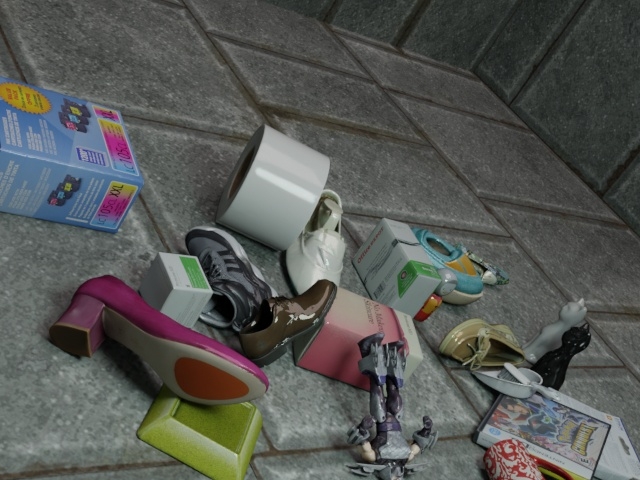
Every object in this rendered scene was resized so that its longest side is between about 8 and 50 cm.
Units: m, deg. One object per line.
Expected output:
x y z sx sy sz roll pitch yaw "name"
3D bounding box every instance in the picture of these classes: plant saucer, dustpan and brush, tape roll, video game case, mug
-0.185 0.297 1.483 0.188 0.045 0.188 31 27 -6 "plant saucer"
0.462 0.324 2.027 0.147 0.060 0.211 1 23 -31 "dustpan and brush"
-0.108 -0.119 2.031 0.169 0.246 0.246 25 28 -15 "tape roll"
0.486 0.416 1.943 0.248 0.035 0.275 21 23 20 "video game case"
0.404 0.482 1.750 0.150 0.113 0.169 9 30 -20 "mug"

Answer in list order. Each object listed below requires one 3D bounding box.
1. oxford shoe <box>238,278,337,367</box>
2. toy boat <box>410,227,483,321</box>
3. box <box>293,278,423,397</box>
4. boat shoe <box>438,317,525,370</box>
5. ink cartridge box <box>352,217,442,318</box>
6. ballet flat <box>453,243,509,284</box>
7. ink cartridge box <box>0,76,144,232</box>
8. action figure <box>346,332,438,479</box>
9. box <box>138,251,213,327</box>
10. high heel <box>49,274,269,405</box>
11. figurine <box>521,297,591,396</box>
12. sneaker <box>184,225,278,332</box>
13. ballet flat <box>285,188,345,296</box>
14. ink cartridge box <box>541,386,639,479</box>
-0.059 0.136 1.697 0.083 0.227 0.096 10 -46 54 "oxford shoe"
0.300 0.081 2.252 0.267 0.148 0.318 33 27 -2 "toy boat"
0.071 0.201 1.828 0.232 0.127 0.149 22 28 -21 "box"
0.389 0.250 2.119 0.285 0.104 0.089 4 36 -45 "boat shoe"
0.179 0.070 2.133 0.087 0.153 0.208 14 34 -35 "ink cartridge box"
0.440 0.084 2.510 0.188 0.070 0.070 32 27 1 "ballet flat"
-0.572 -0.178 1.735 0.395 0.151 0.270 11 35 -35 "ink cartridge box"
0.123 0.322 1.646 0.185 0.099 0.285 13 61 -38 "action figure"
-0.270 0.092 1.664 0.087 0.102 0.101 8 38 -37 "box"
-0.245 0.148 1.493 0.377 0.127 0.181 19 35 7 "high heel"
0.593 0.254 2.218 0.092 0.209 0.215 31 27 -4 "figurine"
-0.203 0.075 1.763 0.268 0.101 0.153 46 27 18 "sneaker"
0.000 0.000 2.079 0.139 0.139 0.400 26 28 -15 "ballet flat"
0.635 0.465 2.094 0.224 0.045 0.223 24 28 -15 "ink cartridge box"
